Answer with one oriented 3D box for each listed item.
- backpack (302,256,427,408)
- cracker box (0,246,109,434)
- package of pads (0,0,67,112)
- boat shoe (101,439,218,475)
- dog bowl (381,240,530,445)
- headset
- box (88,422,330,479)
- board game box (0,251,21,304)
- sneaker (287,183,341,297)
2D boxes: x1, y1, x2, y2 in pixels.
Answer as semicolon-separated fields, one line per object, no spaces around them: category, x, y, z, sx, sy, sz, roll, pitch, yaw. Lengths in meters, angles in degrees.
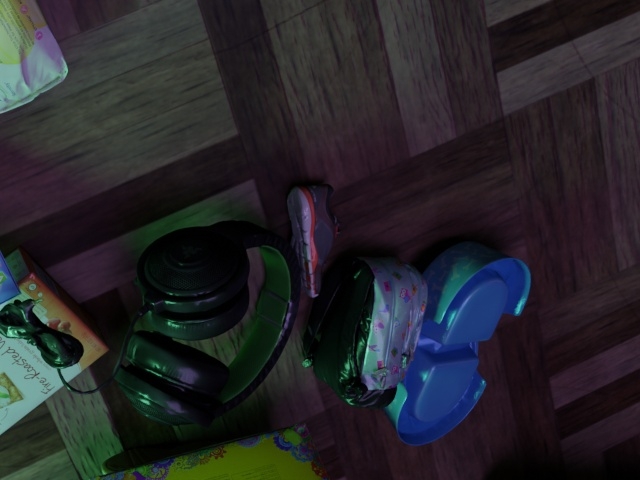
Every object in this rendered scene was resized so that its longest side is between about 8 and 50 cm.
backpack;0.062;0.107;1.925;0.115;0.152;0.182;3;107;-34
cracker box;-0.387;0.138;1.756;0.232;0.067;0.156;-38;129;1
package of pads;-0.353;-0.284;1.395;0.101;0.229;0.296;-30;129;-6
boat shoe;-0.203;0.305;1.959;0.170;0.063;0.059;-4;116;-25
dog bowl;0.167;0.132;2.003;0.166;0.074;0.297;-2;122;-45
headset;-0.183;0.095;1.760;0.394;0.185;0.243;-11;120;-54
box;-0.139;0.410;1.939;0.290;0.177;0.279;-13;145;-19
board game box;-0.451;0.035;1.616;0.211;0.039;0.160;-28;104;-19
sneaker;0.000;0.000;1.866;0.065;0.061;0.158;-18;127;-23
